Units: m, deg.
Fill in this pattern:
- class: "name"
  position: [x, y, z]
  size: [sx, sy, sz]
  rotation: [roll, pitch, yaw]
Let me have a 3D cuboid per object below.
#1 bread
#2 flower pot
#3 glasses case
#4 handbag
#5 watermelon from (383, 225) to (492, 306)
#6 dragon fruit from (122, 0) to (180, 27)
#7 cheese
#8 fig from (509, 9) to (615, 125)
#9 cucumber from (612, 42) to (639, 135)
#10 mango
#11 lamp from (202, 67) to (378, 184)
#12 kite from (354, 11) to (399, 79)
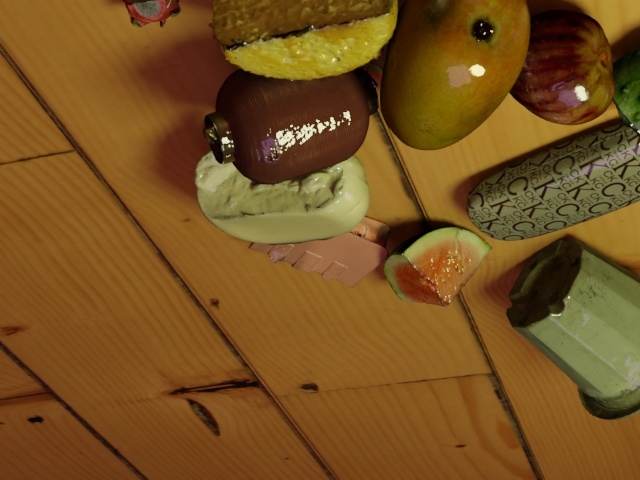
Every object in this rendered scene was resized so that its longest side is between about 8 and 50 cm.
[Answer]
- class: "bread"
  position: [-0.006, -0.295, 1.585]
  size: [0.261, 0.160, 0.147]
  rotation: [-12, 148, 12]
- class: "flower pot"
  position: [0.477, 0.135, 2.088]
  size: [0.259, 0.290, 0.290]
  rotation: [35, 137, -17]
- class: "glasses case"
  position: [0.397, -0.088, 1.892]
  size: [0.355, 0.085, 0.137]
  rotation: [-21, 139, 32]
- class: "handbag"
  position: [0.000, 0.000, 2.087]
  size: [0.213, 0.059, 0.157]
  rotation: [21, 141, -20]
- class: "watermelon"
  position: [0.180, 0.032, 2.066]
  size: [0.193, 0.137, 0.145]
  rotation: [-35, 116, 20]
- class: "dragon fruit"
  position: [-0.231, -0.322, 1.652]
  size: [0.083, 0.056, 0.060]
  rotation: [-5, 143, 11]
- class: "cheese"
  position: [-0.055, -0.078, 1.876]
  size: [0.266, 0.127, 0.233]
  rotation: [-6, 163, 18]
- class: "fig"
  position: [0.309, -0.245, 1.636]
  size: [0.202, 0.148, 0.149]
  rotation: [24, 107, 15]
- class: "cucumber"
  position: [0.512, -0.249, 1.629]
  size: [0.134, 0.134, 0.244]
  rotation: [25, 133, -27]
- class: "mango"
  position: [0.165, -0.235, 1.609]
  size: [0.173, 0.211, 0.317]
  rotation: [12, 156, -11]
- class: "lamp"
  position: [-0.046, -0.176, 1.695]
  size: [0.258, 0.180, 0.180]
  rotation: [-19, 148, -16]
- class: "kite"
  position: [0.039, -0.270, 1.735]
  size: [0.183, 0.014, 0.241]
  rotation: [23, 140, -26]
